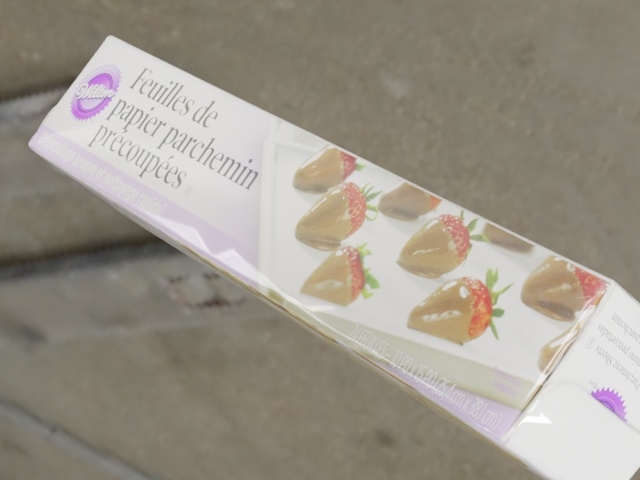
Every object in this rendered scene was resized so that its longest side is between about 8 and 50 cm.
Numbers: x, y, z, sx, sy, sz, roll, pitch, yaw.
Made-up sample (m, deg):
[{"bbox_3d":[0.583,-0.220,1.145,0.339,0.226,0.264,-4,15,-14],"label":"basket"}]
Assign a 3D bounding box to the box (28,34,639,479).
[{"bbox_3d":[0.000,0.000,0.698,0.324,0.063,0.067,29,172,48],"label":"box"}]
